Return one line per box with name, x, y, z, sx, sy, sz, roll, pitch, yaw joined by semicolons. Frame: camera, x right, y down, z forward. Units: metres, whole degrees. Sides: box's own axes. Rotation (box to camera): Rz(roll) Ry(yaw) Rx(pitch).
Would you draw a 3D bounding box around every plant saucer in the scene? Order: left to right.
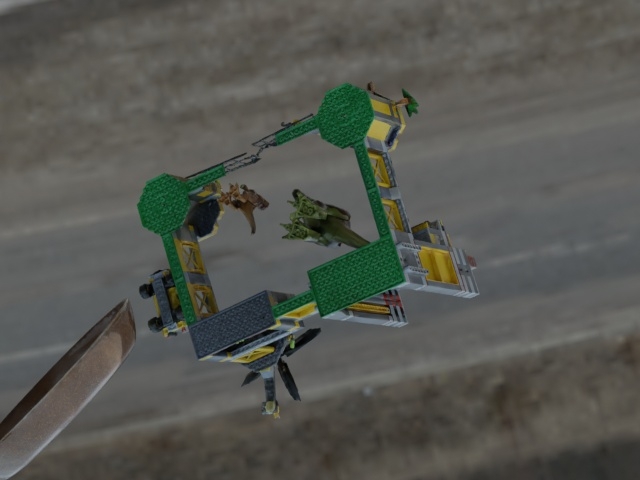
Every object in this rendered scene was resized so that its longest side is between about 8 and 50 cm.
plant saucer;-0.183;0.110;1.373;0.168;0.029;0.168;-46;-174;7

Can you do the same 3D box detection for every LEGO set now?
LEGO set;0.000;0.000;1.944;0.331;0.255;0.192;-33;160;23
